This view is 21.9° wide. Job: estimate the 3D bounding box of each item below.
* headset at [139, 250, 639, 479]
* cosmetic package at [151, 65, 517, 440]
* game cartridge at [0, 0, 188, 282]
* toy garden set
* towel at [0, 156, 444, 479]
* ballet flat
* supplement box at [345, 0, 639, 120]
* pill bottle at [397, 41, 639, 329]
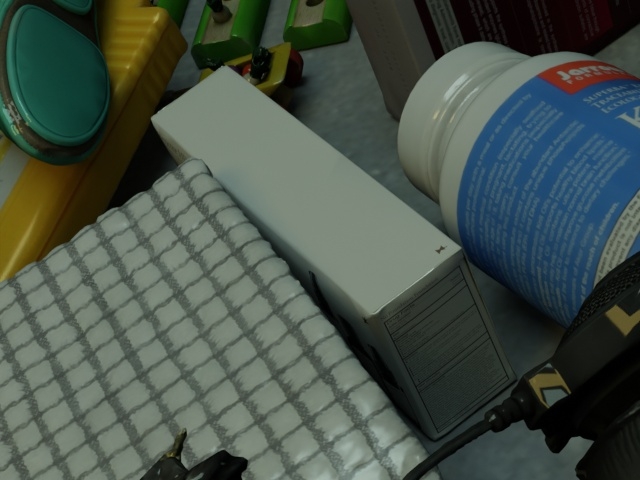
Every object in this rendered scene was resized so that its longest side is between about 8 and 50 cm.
[{"bbox_3d":[0.133,0.114,0.593,0.394,0.185,0.243,6,59,-11],"label":"headset"},{"bbox_3d":[0.000,0.000,0.874,0.060,0.099,0.239,-35,40,-12],"label":"cosmetic package"},{"bbox_3d":[-0.261,-0.031,1.043,0.285,0.052,0.323,5,58,31],"label":"game cartridge"},{"bbox_3d":[-0.103,-0.136,1.115,0.244,0.049,0.203,-9,42,19],"label":"toy garden set"},{"bbox_3d":[-0.083,0.120,0.772,0.235,0.121,0.283,-34,40,-6],"label":"towel"},{"bbox_3d":[-0.176,-0.117,0.999,0.087,0.083,0.247,-38,39,30],"label":"ballet flat"},{"bbox_3d":[0.132,-0.175,0.974,0.239,0.130,0.073,-34,40,-13],"label":"supplement box"},{"bbox_3d":[0.136,-0.020,0.804,0.124,0.124,0.221,-37,41,-15],"label":"pill bottle"}]
